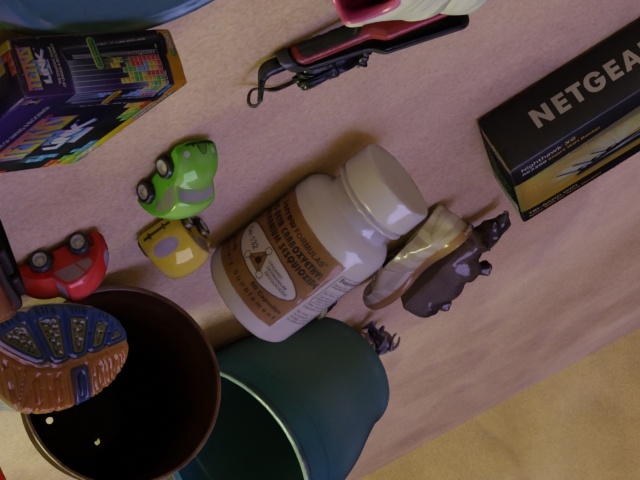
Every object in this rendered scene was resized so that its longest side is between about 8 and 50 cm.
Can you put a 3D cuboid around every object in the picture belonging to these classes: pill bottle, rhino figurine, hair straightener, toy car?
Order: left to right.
[{"bbox_3d":[-0.164,-0.015,1.364,0.239,0.053,0.225,-13,155,-43],"label":"toy car"},{"bbox_3d":[0.000,0.000,1.533,0.229,0.131,0.131,-38,160,19],"label":"pill bottle"},{"bbox_3d":[0.035,-0.171,1.278,0.230,0.047,0.089,-28,161,-9],"label":"hair straightener"},{"bbox_3d":[0.204,0.033,2.027,0.106,0.073,0.243,-16,155,-45],"label":"rhino figurine"}]

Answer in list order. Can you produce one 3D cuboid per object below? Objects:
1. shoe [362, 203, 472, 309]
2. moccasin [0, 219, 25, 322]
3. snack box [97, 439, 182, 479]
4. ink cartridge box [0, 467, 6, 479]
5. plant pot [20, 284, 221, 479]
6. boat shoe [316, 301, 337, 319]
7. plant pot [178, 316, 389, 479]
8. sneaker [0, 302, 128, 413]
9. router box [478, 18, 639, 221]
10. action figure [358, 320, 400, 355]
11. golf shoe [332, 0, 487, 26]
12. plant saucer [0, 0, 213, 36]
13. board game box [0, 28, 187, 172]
[{"bbox_3d":[0.122,0.023,1.916,0.219,0.058,0.076,-41,-170,40],"label":"shoe"},{"bbox_3d":[-0.302,-0.057,0.883,0.147,0.139,0.380,-21,152,-12],"label":"moccasin"},{"bbox_3d":[-0.244,0.310,1.865,0.060,0.187,0.322,-26,161,-15],"label":"snack box"},{"bbox_3d":[-0.429,0.275,1.352,0.238,0.275,0.060,-30,161,-4],"label":"ink cartridge box"},{"bbox_3d":[-0.248,0.181,1.551,0.215,0.215,0.230,-22,174,-25],"label":"plant pot"},{"bbox_3d":[0.012,0.032,1.716,0.073,0.080,0.223,-23,156,-8],"label":"boat shoe"},{"bbox_3d":[-0.046,0.240,1.911,0.255,0.272,0.272,-33,168,-44],"label":"plant pot"},{"bbox_3d":[-0.340,0.117,1.354,0.296,0.112,0.131,-11,-165,-31],"label":"sneaker"},{"bbox_3d":[0.359,-0.163,1.744,0.308,0.081,0.243,-32,161,4],"label":"router box"},{"bbox_3d":[0.010,0.214,2.160,0.285,0.099,0.185,-26,156,-23],"label":"action figure"},{"bbox_3d":[0.087,-0.257,1.044,0.140,0.115,0.306,-21,158,-18],"label":"golf shoe"},{"bbox_3d":[-0.105,-0.232,0.917,0.317,0.044,0.318,-27,161,-10],"label":"plant saucer"},{"bbox_3d":[-0.205,-0.099,1.026,0.141,0.048,0.170,-14,171,-43],"label":"board game box"}]
